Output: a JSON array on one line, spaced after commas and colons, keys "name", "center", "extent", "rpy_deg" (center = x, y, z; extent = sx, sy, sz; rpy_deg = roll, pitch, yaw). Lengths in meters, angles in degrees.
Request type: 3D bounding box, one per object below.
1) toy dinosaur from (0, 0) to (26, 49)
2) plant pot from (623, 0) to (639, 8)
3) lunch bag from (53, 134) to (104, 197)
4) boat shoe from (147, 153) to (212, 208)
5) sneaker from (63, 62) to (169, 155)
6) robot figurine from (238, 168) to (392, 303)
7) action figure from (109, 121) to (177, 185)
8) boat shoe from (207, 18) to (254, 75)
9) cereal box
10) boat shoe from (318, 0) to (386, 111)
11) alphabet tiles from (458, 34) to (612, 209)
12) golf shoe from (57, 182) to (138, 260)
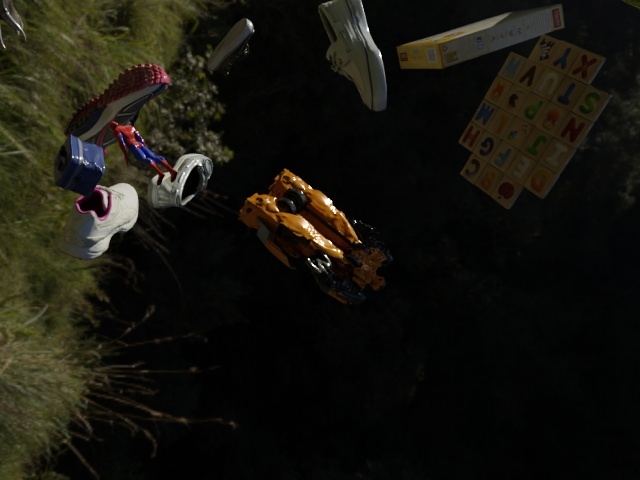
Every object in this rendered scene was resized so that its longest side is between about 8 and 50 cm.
[{"name": "toy dinosaur", "center": [-0.598, -0.435, 0.877], "extent": [0.313, 0.121, 0.161], "rpy_deg": [14, 50, -37]}, {"name": "plant pot", "center": [0.663, -0.576, 1.003], "extent": [0.367, 0.366, 0.353], "rpy_deg": [-67, 180, -58]}, {"name": "lunch bag", "center": [-0.394, -0.119, 0.938], "extent": [0.065, 0.067, 0.098], "rpy_deg": [22, 25, -37]}, {"name": "boat shoe", "center": [-0.379, -0.167, 1.673], "extent": [0.320, 0.102, 0.118], "rpy_deg": [-55, 153, -65]}, {"name": "sneaker", "center": [-0.480, -0.320, 1.414], "extent": [0.112, 0.299, 0.121], "rpy_deg": [42, 29, -41]}, {"name": "robot figurine", "center": [0.000, 0.000, 1.091], "extent": [0.211, 0.291, 0.085], "rpy_deg": [-46, 176, -48]}, {"name": "action figure", "center": [-0.232, -0.114, 0.743], "extent": [0.038, 0.115, 0.030], "rpy_deg": [-28, 158, -49]}, {"name": "boat shoe", "center": [-0.138, -0.311, 0.944], "extent": [0.040, 0.142, 0.049], "rpy_deg": [27, 67, -27]}, {"name": "cereal box", "center": [0.278, -0.360, 1.036], "extent": [0.173, 0.240, 0.048], "rpy_deg": [-135, -153, -68]}, {"name": "boat shoe", "center": [0.047, -0.293, 0.928], "extent": [0.083, 0.075, 0.227], "rpy_deg": [84, -6, -60]}, {"name": "alphabet tiles", "center": [0.434, -0.251, 1.231], "extent": [0.343, 0.011, 0.285], "rpy_deg": [-63, -142, 21]}, {"name": "golf shoe", "center": [-0.506, -0.078, 1.383], "extent": [0.306, 0.115, 0.140], "rpy_deg": [-79, -170, -59]}]
